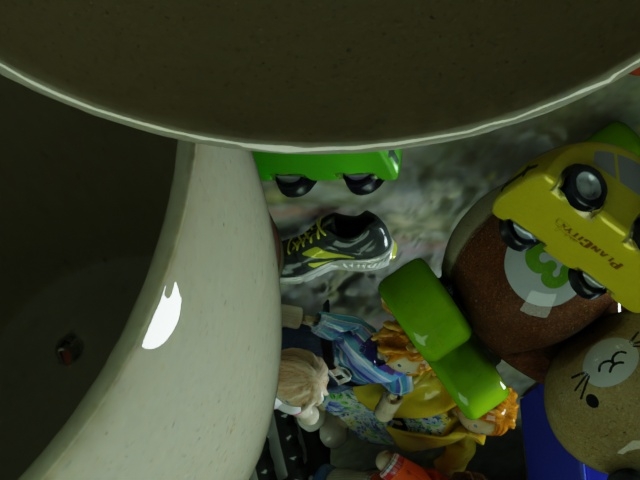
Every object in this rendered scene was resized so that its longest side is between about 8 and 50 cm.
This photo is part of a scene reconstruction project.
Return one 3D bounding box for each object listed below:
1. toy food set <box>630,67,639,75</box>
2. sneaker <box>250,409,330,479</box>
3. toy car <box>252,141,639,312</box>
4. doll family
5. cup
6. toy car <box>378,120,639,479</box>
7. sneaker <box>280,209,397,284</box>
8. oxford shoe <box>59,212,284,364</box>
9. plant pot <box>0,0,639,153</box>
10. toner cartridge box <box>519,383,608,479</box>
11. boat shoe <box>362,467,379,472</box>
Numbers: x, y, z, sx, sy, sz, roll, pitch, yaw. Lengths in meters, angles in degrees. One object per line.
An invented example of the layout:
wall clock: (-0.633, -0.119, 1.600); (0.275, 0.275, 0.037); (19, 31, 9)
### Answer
toy food set: (0.157, -0.167, 0.597); (0.111, 0.104, 0.232); (19, 143, -29)
sneaker: (-0.123, 0.160, 1.049); (0.118, 0.110, 0.292); (-9, 177, 40)
toy car: (0.049, -0.061, 0.776); (0.225, 0.053, 0.239); (1, 139, 36)
doll family: (0.024, 0.088, 1.016); (0.163, 0.118, 0.263); (-9, 144, 43)
cup: (-0.146, 0.040, 0.724); (0.331, 0.331, 0.237); (-14, 150, 20)
toy car: (0.149, 0.065, 0.848); (0.155, 0.188, 0.149); (-35, 143, 1)
sneaker: (0.000, 0.000, 0.939); (0.083, 0.031, 0.035); (-10, 134, 7)
oxford shoe: (-0.152, 0.046, 0.955); (0.348, 0.123, 0.130); (-19, 167, 28)
plant pot: (-0.004, -0.191, 0.455); (0.284, 0.191, 0.284); (2, 138, 1)
toner cartridge box: (0.309, 0.192, 1.125); (0.348, 0.165, 0.075); (12, 147, -19)
boat shoe: (0.049, 0.201, 1.220); (0.080, 0.073, 0.223); (-33, 158, 19)
